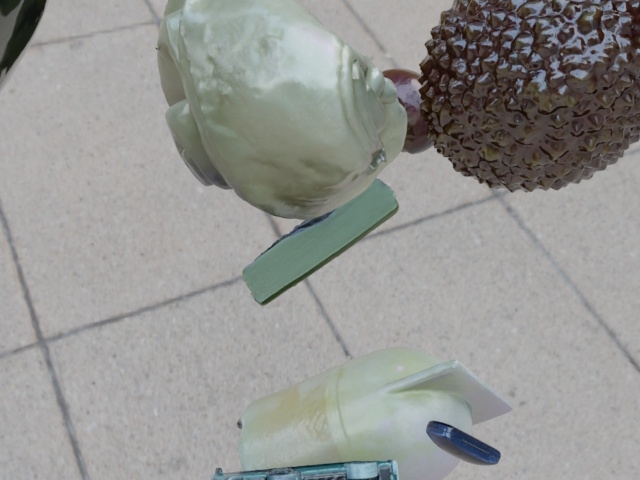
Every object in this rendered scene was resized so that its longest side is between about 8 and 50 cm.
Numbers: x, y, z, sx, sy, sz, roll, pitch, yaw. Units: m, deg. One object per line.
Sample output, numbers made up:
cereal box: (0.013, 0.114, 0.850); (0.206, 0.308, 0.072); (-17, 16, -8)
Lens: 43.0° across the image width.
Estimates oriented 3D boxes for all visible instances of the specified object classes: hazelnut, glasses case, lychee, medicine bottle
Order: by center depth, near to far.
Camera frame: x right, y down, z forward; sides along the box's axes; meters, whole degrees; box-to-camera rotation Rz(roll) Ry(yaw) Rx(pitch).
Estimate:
glasses case: (0.130, 0.190, 0.748); (0.083, 0.034, 0.023); (34, 67, -33)
lychee: (0.232, -0.170, 0.820); (0.272, 0.271, 0.271); (3, 51, -4)
medicine bottle: (0.091, 0.307, 1.340); (0.406, 0.236, 0.235); (-26, 48, 23)
hazelnut: (0.167, -0.269, 1.706); (0.202, 0.170, 0.160); (33, 19, -2)

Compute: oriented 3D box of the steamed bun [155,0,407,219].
steamed bun: (-0.066, -0.164, 1.013); (0.352, 0.339, 0.247); (38, 96, 24)

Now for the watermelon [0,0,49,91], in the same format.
watermelon: (-0.258, -0.127, 0.313); (0.279, 0.278, 0.359); (22, 59, 11)

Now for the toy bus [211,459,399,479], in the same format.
toy bus: (-0.027, 0.371, 1.117); (0.256, 0.147, 0.128); (3, 76, -26)

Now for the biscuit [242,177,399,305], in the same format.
biscuit: (0.000, 0.000, 1.498); (0.322, 0.038, 0.099); (-35, 57, 2)
